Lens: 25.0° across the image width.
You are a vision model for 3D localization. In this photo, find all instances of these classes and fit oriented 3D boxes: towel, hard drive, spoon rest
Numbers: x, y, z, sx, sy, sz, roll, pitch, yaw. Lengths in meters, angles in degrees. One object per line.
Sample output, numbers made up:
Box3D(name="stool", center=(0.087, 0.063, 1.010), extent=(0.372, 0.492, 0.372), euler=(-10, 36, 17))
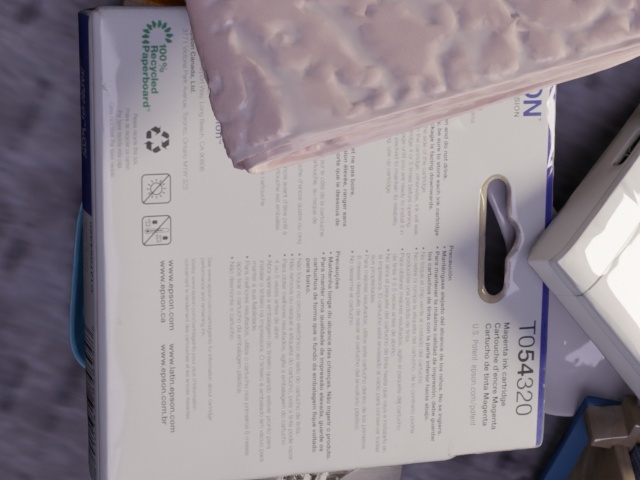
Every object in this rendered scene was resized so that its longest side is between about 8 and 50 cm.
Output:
Box3D(name="towel", center=(0.054, -0.237, 0.913), extent=(0.317, 0.053, 0.332), euler=(-15, 78, -2))
Box3D(name="hard drive", center=(0.328, 0.056, 1.094), extent=(0.353, 0.047, 0.233), euler=(49, 66, -21))
Box3D(name="spoon rest", center=(0.173, 0.023, 1.105), extent=(0.137, 0.084, 0.276), euler=(-28, 112, 6))

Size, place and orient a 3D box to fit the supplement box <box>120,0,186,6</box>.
Box3D(name="supplement box", center=(-0.124, -0.127, 1.035), extent=(0.062, 0.036, 0.098), euler=(17, 109, -13))

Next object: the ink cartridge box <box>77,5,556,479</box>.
Box3D(name="ink cartridge box", center=(0.000, 0.000, 1.006), extent=(0.330, 0.071, 0.324), euler=(-3, 100, -20))

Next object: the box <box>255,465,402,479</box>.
Box3D(name="box", center=(-0.020, 0.125, 1.118), extent=(0.183, 0.056, 0.231), euler=(0, 113, -21))

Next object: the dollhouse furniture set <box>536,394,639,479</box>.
Box3D(name="dollhouse furniture set", center=(0.272, 0.321, 1.119), extent=(0.198, 0.286, 0.303), euler=(12, 126, -11))

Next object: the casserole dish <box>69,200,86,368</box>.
Box3D(name="casserole dish", center=(-0.131, 0.024, 1.097), extent=(0.114, 0.037, 0.188), euler=(4, 111, -8))
